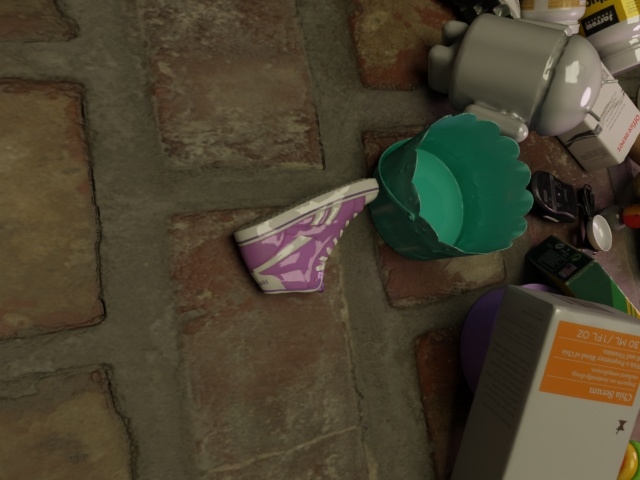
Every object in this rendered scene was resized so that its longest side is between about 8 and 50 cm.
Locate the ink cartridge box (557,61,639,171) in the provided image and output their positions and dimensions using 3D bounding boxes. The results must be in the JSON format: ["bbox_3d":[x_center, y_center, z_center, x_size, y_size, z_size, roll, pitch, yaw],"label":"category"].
[{"bbox_3d":[0.634,-0.306,1.497,0.237,0.100,0.172,45,64,-14],"label":"ink cartridge box"}]

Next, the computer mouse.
[{"bbox_3d":[0.540,-0.051,1.431,0.262,0.060,0.183,7,73,-39],"label":"computer mouse"}]

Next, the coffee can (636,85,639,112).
[{"bbox_3d":[0.985,-0.368,1.594,0.202,0.275,0.201,5,79,-27],"label":"coffee can"}]

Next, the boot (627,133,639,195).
[{"bbox_3d":[0.776,-0.178,1.490,0.236,0.089,0.269,14,33,-19],"label":"boot"}]

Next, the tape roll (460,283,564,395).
[{"bbox_3d":[0.422,0.229,1.300,0.275,0.090,0.274,5,80,-27],"label":"tape roll"}]

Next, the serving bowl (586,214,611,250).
[{"bbox_3d":[0.626,-0.014,1.433,0.083,0.027,0.083,13,69,-37],"label":"serving bowl"}]

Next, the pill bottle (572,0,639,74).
[{"bbox_3d":[0.685,-0.568,1.519,0.188,0.188,0.333,-21,91,-29],"label":"pill bottle"}]

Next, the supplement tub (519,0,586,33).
[{"bbox_3d":[0.527,-0.572,1.433,0.145,0.144,0.199,-15,114,-29],"label":"supplement tub"}]

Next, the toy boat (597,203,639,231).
[{"bbox_3d":[0.821,-0.033,1.541,0.318,0.148,0.267,14,80,-33],"label":"toy boat"}]

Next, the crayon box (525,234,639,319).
[{"bbox_3d":[0.593,0.145,1.341,0.081,0.202,0.318,-41,105,6],"label":"crayon box"}]

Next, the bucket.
[{"bbox_3d":[0.238,-0.090,1.203,0.281,0.183,0.280,5,79,-28],"label":"bucket"}]

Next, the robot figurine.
[{"bbox_3d":[0.394,-0.328,1.256,0.354,0.199,0.299,22,72,20],"label":"robot figurine"}]

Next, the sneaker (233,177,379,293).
[{"bbox_3d":[-0.001,0.000,1.116,0.282,0.102,0.161,-27,98,-18],"label":"sneaker"}]

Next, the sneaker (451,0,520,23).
[{"bbox_3d":[0.338,-0.577,1.372,0.330,0.123,0.146,48,49,-34],"label":"sneaker"}]

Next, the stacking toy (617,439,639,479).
[{"bbox_3d":[0.662,0.485,1.365,0.331,0.141,0.141,23,71,-19],"label":"stacking toy"}]

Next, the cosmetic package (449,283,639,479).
[{"bbox_3d":[0.405,0.329,1.132,0.230,0.161,0.452,12,97,-15],"label":"cosmetic package"}]
